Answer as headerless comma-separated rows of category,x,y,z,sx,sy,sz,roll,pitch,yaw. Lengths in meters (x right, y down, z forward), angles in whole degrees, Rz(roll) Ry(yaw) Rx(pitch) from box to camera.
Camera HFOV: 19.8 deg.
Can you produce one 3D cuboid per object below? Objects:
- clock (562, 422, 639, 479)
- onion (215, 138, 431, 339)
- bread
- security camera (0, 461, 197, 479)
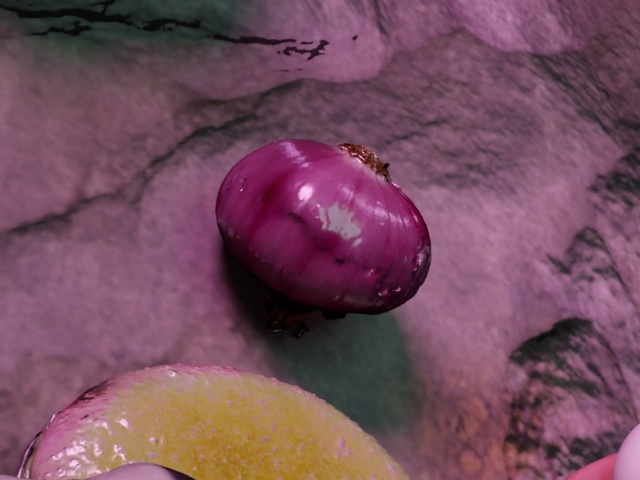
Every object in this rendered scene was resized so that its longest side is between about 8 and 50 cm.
clock,0.188,0.154,0.929,0.166,0.162,0.093,34,44,-21
onion,0.000,0.000,0.920,0.115,0.115,0.104,17,98,-33
bread,-0.029,0.149,0.811,0.228,0.033,0.228,18,49,-22
security camera,-0.168,0.151,0.599,0.277,0.197,0.191,13,90,-19
